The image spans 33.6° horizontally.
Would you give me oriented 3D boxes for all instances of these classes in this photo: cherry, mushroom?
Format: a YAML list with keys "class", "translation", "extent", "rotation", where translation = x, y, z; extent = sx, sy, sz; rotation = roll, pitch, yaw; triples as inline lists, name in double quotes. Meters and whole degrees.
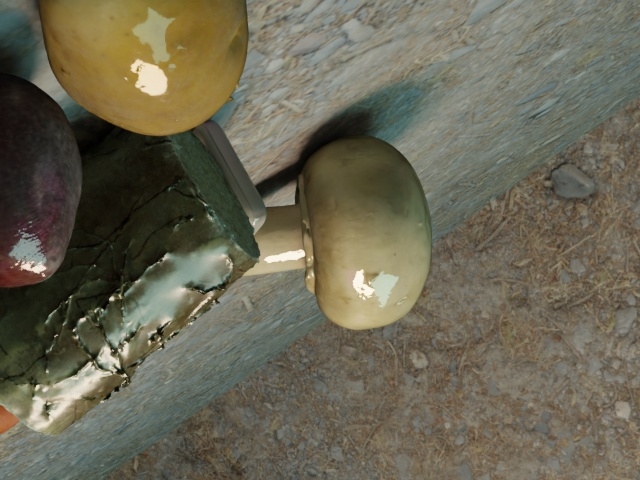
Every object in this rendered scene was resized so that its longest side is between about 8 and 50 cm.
- class: "cherry"
  translation: [-0.266, -0.046, 0.869]
  extent: [0.140, 0.176, 0.176]
  rotation: [0, 159, -16]
- class: "mushroom"
  translation: [0.000, 0.000, 1.597]
  extent: [0.336, 0.314, 0.314]
  rotation: [-11, 170, 5]

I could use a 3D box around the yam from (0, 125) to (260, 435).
- class: "yam"
  translation: [-0.239, 0.033, 1.117]
  extent: [0.348, 0.241, 0.241]
  rotation: [-38, 168, 7]

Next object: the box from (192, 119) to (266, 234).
- class: "box"
  translation: [-0.157, -0.021, 1.317]
  extent: [0.044, 0.142, 0.285]
  rotation: [-23, 166, -35]

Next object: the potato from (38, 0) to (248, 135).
- class: "potato"
  translation: [-0.129, -0.165, 0.821]
  extent: [0.150, 0.146, 0.234]
  rotation: [-60, 175, -16]

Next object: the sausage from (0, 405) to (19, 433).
- class: "sausage"
  translation: [-0.583, 0.282, 1.600]
  extent: [0.259, 0.114, 0.113]
  rotation: [-21, 165, -44]
